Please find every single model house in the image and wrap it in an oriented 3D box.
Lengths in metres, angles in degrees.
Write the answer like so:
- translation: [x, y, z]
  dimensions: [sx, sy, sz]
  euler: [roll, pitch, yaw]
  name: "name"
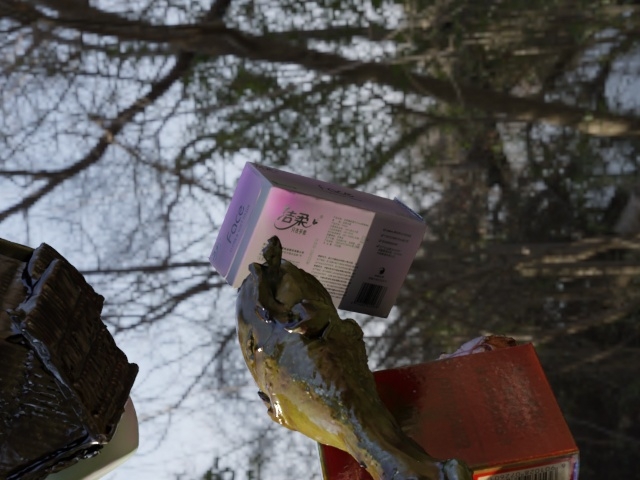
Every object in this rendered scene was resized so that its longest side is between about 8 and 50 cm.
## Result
- translation: [-0.386, 0.172, 1.353]
  dimensions: [0.317, 0.282, 0.297]
  euler: [-94, 17, -65]
  name: "model house"

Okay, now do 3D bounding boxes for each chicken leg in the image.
- translation: [0.021, 0.176, 1.093]
  dimensions: [0.361, 0.140, 0.211]
  euler: [53, 175, 27]
  name: "chicken leg"

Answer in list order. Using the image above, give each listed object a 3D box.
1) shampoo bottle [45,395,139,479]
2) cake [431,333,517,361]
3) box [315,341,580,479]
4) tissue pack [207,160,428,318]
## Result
- translation: [-0.433, 0.214, 1.538]
  dimensions: [0.349, 0.222, 0.151]
  euler: [56, 167, 6]
  name: "shampoo bottle"
- translation: [0.187, 0.222, 1.560]
  dimensions: [0.135, 0.287, 0.098]
  euler: [67, -176, -56]
  name: "cake"
- translation: [0.150, 0.251, 1.313]
  dimensions: [0.197, 0.313, 0.089]
  euler: [-102, 4, -52]
  name: "box"
- translation: [0.000, 0.000, 1.320]
  dimensions: [0.092, 0.246, 0.148]
  euler: [45, 116, 54]
  name: "tissue pack"
